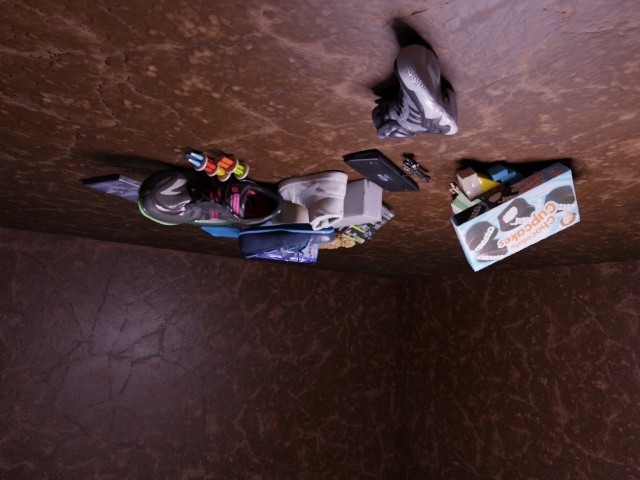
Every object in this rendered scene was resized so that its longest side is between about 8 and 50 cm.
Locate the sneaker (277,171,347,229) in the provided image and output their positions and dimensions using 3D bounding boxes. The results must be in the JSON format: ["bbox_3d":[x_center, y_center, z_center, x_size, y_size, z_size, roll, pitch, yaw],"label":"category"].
[{"bbox_3d":[-0.041,-0.117,1.432,0.108,0.169,0.292,11,169,-44],"label":"sneaker"}]

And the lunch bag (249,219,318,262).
[{"bbox_3d":[-0.123,-0.035,1.736,0.293,0.221,0.138,8,168,-26],"label":"lunch bag"}]

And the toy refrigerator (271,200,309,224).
[{"bbox_3d":[-0.039,-0.104,1.641,0.269,0.094,0.102,1,176,-26],"label":"toy refrigerator"}]

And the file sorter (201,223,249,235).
[{"bbox_3d":[-0.393,-0.079,1.866,0.170,0.105,0.118,3,165,16],"label":"file sorter"}]

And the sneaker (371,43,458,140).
[{"bbox_3d":[0.155,-0.254,0.817,0.153,0.102,0.268,-6,169,30],"label":"sneaker"}]

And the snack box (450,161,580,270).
[{"bbox_3d":[0.546,-0.060,1.236,0.321,0.060,0.187,-28,124,9],"label":"snack box"}]

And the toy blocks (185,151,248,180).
[{"bbox_3d":[-0.298,-0.220,1.264,0.123,0.054,0.148,-2,168,30],"label":"toy blocks"}]

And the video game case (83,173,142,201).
[{"bbox_3d":[-0.700,-0.185,1.650,0.195,0.026,0.274,-2,167,28],"label":"video game case"}]

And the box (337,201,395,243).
[{"bbox_3d":[0.174,-0.073,1.663,0.184,0.045,0.190,-40,153,17],"label":"box"}]

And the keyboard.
[{"bbox_3d":[0.220,-0.198,1.295,0.201,0.033,0.317,4,172,33],"label":"keyboard"}]

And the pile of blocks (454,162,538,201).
[{"bbox_3d":[0.542,-0.160,1.275,0.361,0.149,0.113,17,-152,-21],"label":"pile of blocks"}]

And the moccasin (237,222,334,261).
[{"bbox_3d":[-0.113,0.006,1.511,0.341,0.117,0.137,-2,-167,19],"label":"moccasin"}]

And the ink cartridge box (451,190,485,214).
[{"bbox_3d":[0.516,-0.094,1.459,0.171,0.056,0.235,40,-174,23],"label":"ink cartridge box"}]

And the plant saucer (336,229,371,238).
[{"bbox_3d":[0.155,-0.041,2.022,0.168,0.029,0.168,11,-169,-2],"label":"plant saucer"}]

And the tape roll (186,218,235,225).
[{"bbox_3d":[-0.429,-0.131,1.652,0.320,0.077,0.321,-2,167,0],"label":"tape roll"}]

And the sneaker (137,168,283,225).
[{"bbox_3d":[-0.327,-0.141,1.394,0.482,0.186,0.202,-2,176,-39],"label":"sneaker"}]

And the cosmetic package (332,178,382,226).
[{"bbox_3d":[0.088,-0.119,1.495,0.237,0.127,0.107,-4,167,42],"label":"cosmetic package"}]

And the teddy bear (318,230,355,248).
[{"bbox_3d":[0.000,0.000,2.071,0.337,0.113,0.245,4,-173,-9],"label":"teddy bear"}]

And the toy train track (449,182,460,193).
[{"bbox_3d":[0.434,-0.161,1.386,0.048,0.014,0.083,44,162,-20],"label":"toy train track"}]
